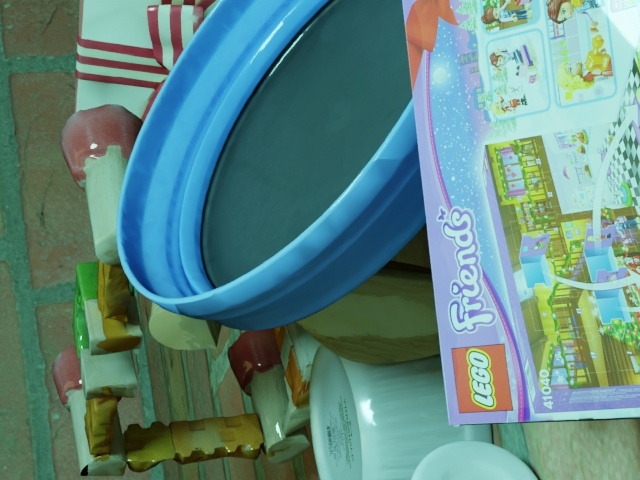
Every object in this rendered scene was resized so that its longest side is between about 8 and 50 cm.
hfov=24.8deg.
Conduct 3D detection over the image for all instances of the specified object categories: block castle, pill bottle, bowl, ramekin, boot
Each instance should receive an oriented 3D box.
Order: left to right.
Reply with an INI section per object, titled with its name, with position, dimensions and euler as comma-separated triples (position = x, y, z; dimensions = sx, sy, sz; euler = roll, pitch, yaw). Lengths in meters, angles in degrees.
[block castle]
position = -0.129, 0.047, 1.576
dimensions = 0.453, 0.303, 0.212
euler = 103, 157, -46
[bowl]
position = -0.005, -0.107, 1.110
dimensions = 0.391, 0.077, 0.391
euler = -36, 35, 30
[boot]
position = -0.001, 0.001, 1.254
dimensions = 0.211, 0.295, 0.104
euler = -82, -13, -50
[ramekin]
position = 0.064, 0.165, 1.280
dimensions = 0.207, 0.109, 0.207
euler = 174, 90, -75
[pill bottle]
position = 0.107, 0.249, 1.154
dimensions = 0.180, 0.108, 0.108
euler = 102, 157, -48

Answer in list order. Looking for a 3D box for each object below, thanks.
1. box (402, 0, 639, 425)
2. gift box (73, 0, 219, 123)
[box]
position = 0.150, -0.047, 0.814
dimensions = 0.201, 0.057, 0.293
euler = -8, 86, 41
[gift box]
position = -0.122, -0.252, 1.572
dimensions = 0.255, 0.276, 0.258
euler = 97, 176, -48
